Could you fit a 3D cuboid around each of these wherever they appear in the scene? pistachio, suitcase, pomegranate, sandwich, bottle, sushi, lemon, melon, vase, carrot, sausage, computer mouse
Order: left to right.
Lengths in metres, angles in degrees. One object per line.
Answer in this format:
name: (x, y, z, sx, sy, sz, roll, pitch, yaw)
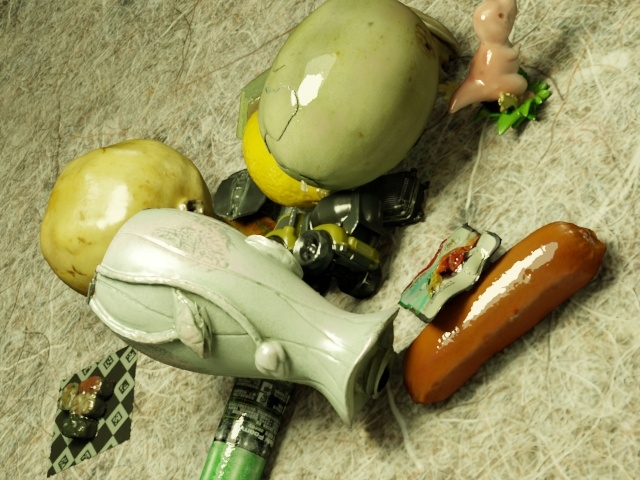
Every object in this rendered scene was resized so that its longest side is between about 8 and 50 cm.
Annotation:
sushi: (-0.456, 0.315, 1.951, 0.231, 0.047, 0.220, -28, 45, 27)
pomegranate: (-0.352, -0.025, 1.904, 0.332, 0.332, 0.333, -25, 46, 29)
computer mouse: (-0.139, -0.094, 1.886, 0.105, 0.062, 0.192, -1, 23, 12)
vase: (-0.105, 0.113, 1.496, 0.445, 0.250, 0.250, 21, 74, 15)
carrot: (-0.125, -0.025, 1.884, 0.066, 0.066, 0.314, -54, 35, -3)
bottle: (-0.105, 0.270, 1.604, 0.093, 0.093, 0.330, -2, 60, 44)
sandwich: (-0.088, -0.288, 2.024, 0.258, 0.096, 0.094, -36, 36, 15)
lemon: (-0.041, -0.155, 1.798, 0.188, 0.188, 0.257, -46, 46, 7)
melon: (0.045, -0.224, 1.591, 0.268, 0.268, 0.330, 15, 70, 49)
suitcase: (0.115, -0.067, 1.676, 0.126, 0.059, 0.086, -8, 54, 41)
pistachio: (0.151, -0.351, 1.796, 0.223, 0.152, 0.126, 34, 82, 33)
sausage: (0.238, 0.098, 1.400, 0.348, 0.094, 0.097, -41, 40, 14)

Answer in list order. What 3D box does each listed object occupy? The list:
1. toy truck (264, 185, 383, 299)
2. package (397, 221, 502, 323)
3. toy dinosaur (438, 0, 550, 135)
toy truck: (0.000, 0.000, 1.656, 0.224, 0.147, 0.165, -7, 64, 45)
package: (0.179, 0.042, 1.469, 0.166, 0.040, 0.232, -48, 9, 1)
toy dinosaur: (0.272, -0.265, 1.581, 0.194, 0.177, 0.152, -43, 39, 14)
